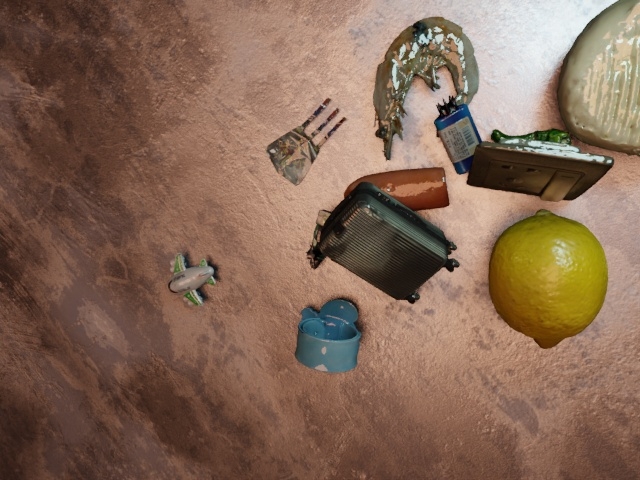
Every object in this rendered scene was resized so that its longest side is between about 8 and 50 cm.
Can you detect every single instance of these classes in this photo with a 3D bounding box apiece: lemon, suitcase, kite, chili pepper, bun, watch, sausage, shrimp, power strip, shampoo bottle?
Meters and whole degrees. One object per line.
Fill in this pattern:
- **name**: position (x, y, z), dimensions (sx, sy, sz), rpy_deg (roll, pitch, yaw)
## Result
- **lemon**: position (0.504, 0.088, 1.029), dimensions (0.245, 0.245, 0.320), rpy_deg (-2, 101, 16)
- **suitcase**: position (0.163, 0.011, 1.114), dimensions (0.312, 0.128, 0.202), rpy_deg (33, 126, -14)
- **kite**: position (-0.038, -0.271, 1.242), dimensions (0.245, 0.015, 0.141), rpy_deg (-42, 88, 22)
- **chili pepper**: position (0.488, -0.232, 1.055), dimensions (0.182, 0.073, 0.050), rpy_deg (16, 106, 50)
- **bun**: position (0.683, -0.338, 0.926), dimensions (0.359, 0.211, 0.360), rpy_deg (7, 105, 27)
- **watch**: position (0.013, 0.271, 1.229), dimensions (0.211, 0.193, 0.211), rpy_deg (2, 99, 14)
- **sausage**: position (0.188, -0.122, 1.153), dimensions (0.259, 0.113, 0.114), rpy_deg (-4, 98, 16)
- **shrimp**: position (0.245, -0.357, 1.120), dimensions (0.246, 0.085, 0.360), rpy_deg (23, 102, 4)
- **power strip**: position (0.464, -0.165, 1.005), dimensions (0.251, 0.257, 0.092), rpy_deg (17, 82, 15)
- **shampoo bottle**: position (0.330, -0.253, 1.091), dimensions (0.087, 0.050, 0.183), rpy_deg (-30, 111, 5)

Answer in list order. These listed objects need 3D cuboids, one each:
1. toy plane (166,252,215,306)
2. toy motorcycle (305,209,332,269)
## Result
- **toy plane**: position (-0.394, 0.118, 1.380), dimensions (0.174, 0.080, 0.174), rpy_deg (4, 102, 18)
- **toy motorcycle**: position (0.000, 0.000, 1.234), dimensions (0.058, 0.100, 0.173), rpy_deg (20, 103, 12)
